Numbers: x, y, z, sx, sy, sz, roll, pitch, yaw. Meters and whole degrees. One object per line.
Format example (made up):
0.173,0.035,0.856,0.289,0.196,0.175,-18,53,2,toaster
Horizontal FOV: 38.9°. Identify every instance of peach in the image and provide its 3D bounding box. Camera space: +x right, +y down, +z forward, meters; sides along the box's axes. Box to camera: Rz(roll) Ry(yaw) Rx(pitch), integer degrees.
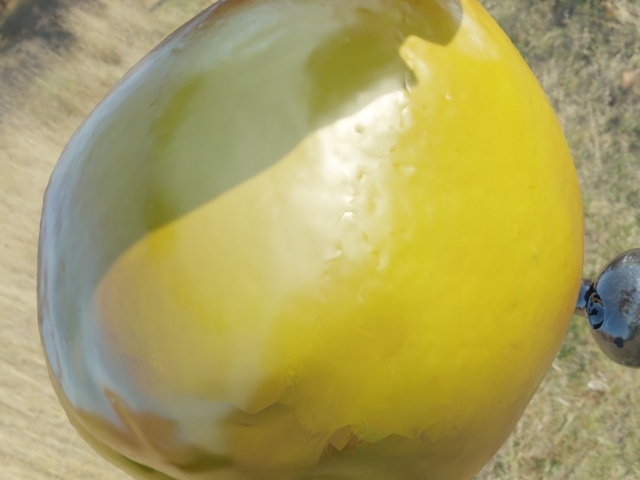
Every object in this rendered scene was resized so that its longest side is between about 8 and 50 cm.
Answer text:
0.001,0.001,0.512,0.289,0.289,0.308,-24,46,51,peach

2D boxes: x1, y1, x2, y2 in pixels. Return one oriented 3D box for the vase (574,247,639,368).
0.282,0.060,0.918,0.183,0.120,0.120,10,67,39,vase
